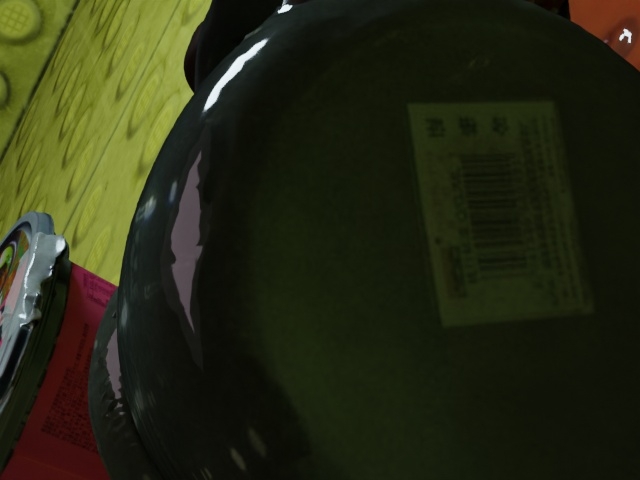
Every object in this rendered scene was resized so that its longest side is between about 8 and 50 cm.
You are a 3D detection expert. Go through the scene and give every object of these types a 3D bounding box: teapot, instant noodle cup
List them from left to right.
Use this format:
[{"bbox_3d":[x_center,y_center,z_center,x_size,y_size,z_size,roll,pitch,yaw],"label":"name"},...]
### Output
[{"bbox_3d":[-0.174,0.131,0.954,0.302,0.182,0.258,-4,63,67],"label":"instant noodle cup"},{"bbox_3d":[-0.014,0.016,0.561,0.223,0.305,0.285,-36,-2,-27],"label":"teapot"}]

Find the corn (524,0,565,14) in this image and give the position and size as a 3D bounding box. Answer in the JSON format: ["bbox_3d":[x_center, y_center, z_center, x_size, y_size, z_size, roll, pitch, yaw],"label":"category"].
[{"bbox_3d":[0.117,-0.175,0.733,0.237,0.079,0.079,-61,20,5],"label":"corn"}]

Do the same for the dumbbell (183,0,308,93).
[{"bbox_3d":[-0.002,-0.187,0.950,0.124,0.140,0.225,-16,52,52],"label":"dumbbell"}]

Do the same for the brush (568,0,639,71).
[{"bbox_3d":[0.150,-0.150,0.619,0.070,0.051,0.323,135,141,-56],"label":"brush"}]
